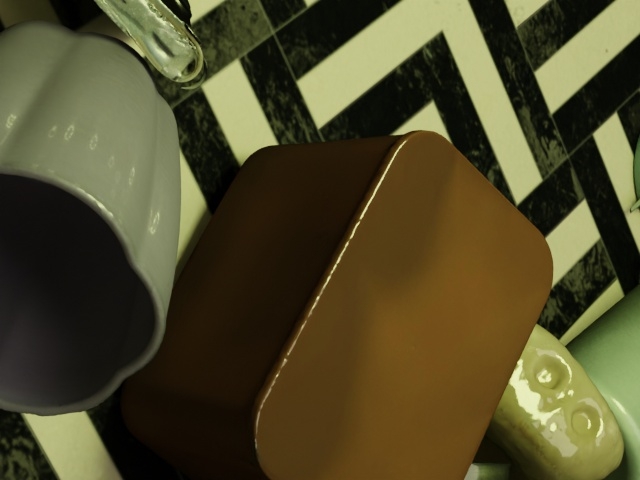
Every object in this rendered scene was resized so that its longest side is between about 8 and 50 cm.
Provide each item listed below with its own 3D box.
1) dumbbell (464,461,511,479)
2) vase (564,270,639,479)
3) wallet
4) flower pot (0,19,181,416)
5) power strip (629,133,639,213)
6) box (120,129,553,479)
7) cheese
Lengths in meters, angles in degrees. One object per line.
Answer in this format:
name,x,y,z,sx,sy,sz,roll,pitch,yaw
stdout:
dumbbell,0.116,0.323,1.738,0.192,0.192,0.290,5,83,-43
vase,0.380,0.162,1.986,0.291,0.245,0.245,-35,112,-32
wallet,-0.166,-0.223,1.484,0.069,0.231,0.170,-39,114,2
flower pot,-0.226,-0.032,1.387,0.265,0.265,0.243,54,29,-27
power strip,0.439,-0.091,2.162,0.216,0.044,0.137,-52,121,-32
box,0.009,0.088,1.603,0.239,0.229,0.339,41,66,-35
cheese,0.200,0.181,1.827,0.117,0.235,0.218,-42,155,-23
